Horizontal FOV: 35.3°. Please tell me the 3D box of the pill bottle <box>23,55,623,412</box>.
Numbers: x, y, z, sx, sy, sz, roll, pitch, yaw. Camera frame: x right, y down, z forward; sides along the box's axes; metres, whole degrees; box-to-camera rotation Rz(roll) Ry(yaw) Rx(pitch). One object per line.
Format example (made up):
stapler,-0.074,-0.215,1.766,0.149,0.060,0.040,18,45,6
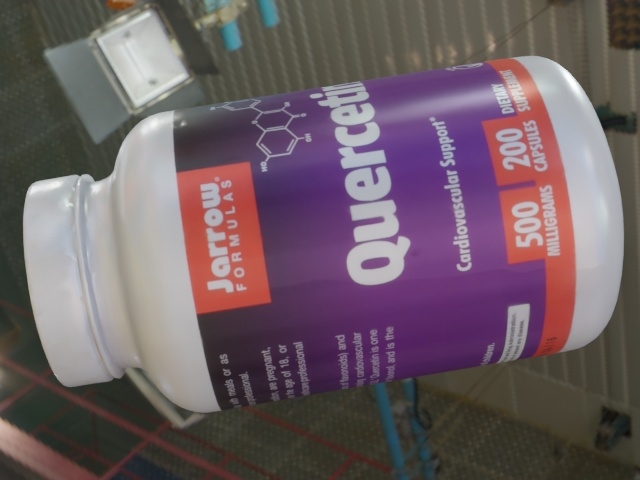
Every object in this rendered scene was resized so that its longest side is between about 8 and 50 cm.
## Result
pill bottle,0.000,0.000,0.604,0.181,0.323,0.181,170,-90,-87
